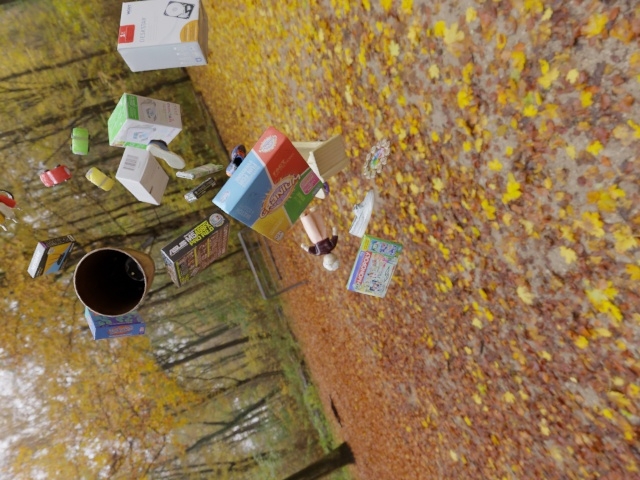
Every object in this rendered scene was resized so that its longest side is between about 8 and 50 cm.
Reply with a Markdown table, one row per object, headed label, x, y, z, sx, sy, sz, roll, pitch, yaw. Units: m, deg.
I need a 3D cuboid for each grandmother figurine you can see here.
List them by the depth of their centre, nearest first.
| label | x | y | z | sx | sy | sz | roll | pitch | yaw |
| --- | --- | --- | --- | --- | --- | --- | --- | --- | --- |
| grandmother figurine | 0.000 | 0.000 | 2.059 | 0.343 | 0.207 | 0.104 | 63 | -163 | -8 |

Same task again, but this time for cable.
| label | x | y | z | sx | sy | sz | roll | pitch | yaw |
| --- | --- | --- | --- | --- | --- | --- | --- | --- | --- |
| cable | -1.160 | -0.168 | 1.380 | 0.287 | 0.072 | 0.140 | 67 | -155 | -50 |

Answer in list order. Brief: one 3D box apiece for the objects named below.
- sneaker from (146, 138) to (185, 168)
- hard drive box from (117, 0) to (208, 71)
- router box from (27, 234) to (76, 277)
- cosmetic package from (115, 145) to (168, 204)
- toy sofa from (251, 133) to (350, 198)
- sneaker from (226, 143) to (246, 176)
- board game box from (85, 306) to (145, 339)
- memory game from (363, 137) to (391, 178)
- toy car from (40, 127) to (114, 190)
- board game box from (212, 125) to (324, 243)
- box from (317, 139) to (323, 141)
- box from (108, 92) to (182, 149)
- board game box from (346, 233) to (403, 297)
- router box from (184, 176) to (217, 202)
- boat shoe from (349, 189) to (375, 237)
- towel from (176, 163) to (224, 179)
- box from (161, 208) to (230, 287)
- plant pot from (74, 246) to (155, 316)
| label | x | y | z | sx | sy | sz | roll | pitch | yaw |
| --- | --- | --- | --- | --- | --- | --- | --- | --- | --- |
| sneaker | -0.598 | -0.344 | 1.573 | 0.152 | 0.058 | 0.085 | 25 | -150 | -30 |
| hard drive box | -0.458 | -0.610 | 1.190 | 0.089 | 0.232 | 0.181 | 79 | -175 | -71 |
| router box | -1.100 | 0.064 | 1.650 | 0.046 | 0.179 | 0.133 | 44 | -152 | 9 |
| cosmetic package | -0.600 | -0.215 | 1.374 | 0.231 | 0.085 | 0.118 | 110 | 173 | -77 |
| toy sofa | -0.071 | -0.280 | 1.472 | 0.362 | 0.150 | 0.177 | 14 | 133 | 45 |
| sneaker | -0.439 | -0.439 | 2.176 | 0.087 | 0.083 | 0.221 | -36 | 39 | 46 |
| board game box | -0.741 | 0.285 | 1.449 | 0.210 | 0.160 | 0.047 | 20 | 105 | 50 |
| memory game | 0.239 | -0.348 | 1.709 | 0.186 | 0.012 | 0.186 | -45 | 32 | 40 |
| toy car | -0.880 | -0.297 | 1.467 | 0.053 | 0.238 | 0.225 | 25 | 110 | 58 |
| board game box | -0.129 | -0.137 | 1.128 | 0.064 | 0.242 | 0.316 | 37 | 180 | 22 |
| box | -0.018 | -0.521 | 2.609 | 0.184 | 0.045 | 0.191 | -33 | 77 | 40 |
| box | -0.766 | -0.506 | 1.754 | 0.261 | 0.231 | 0.127 | -19 | 76 | 46 |
| board game box | 0.287 | 0.138 | 2.151 | 0.046 | 0.213 | 0.318 | -102 | 27 | -70 |
| router box | -0.512 | -0.216 | 1.720 | 0.092 | 0.122 | 0.038 | -8 | 123 | 49 |
| boat shoe | 0.182 | -0.122 | 1.792 | 0.079 | 0.081 | 0.228 | -81 | 6 | -66 |
| towel | -0.468 | -0.275 | 1.567 | 0.113 | 0.152 | 0.023 | 15 | 123 | 37 |
| box | -0.400 | 0.032 | 1.311 | 0.060 | 0.216 | 0.270 | 47 | 155 | 6 |
| plant pot | -0.639 | 0.109 | 1.328 | 0.230 | 0.215 | 0.216 | -104 | -6 | -80 |
